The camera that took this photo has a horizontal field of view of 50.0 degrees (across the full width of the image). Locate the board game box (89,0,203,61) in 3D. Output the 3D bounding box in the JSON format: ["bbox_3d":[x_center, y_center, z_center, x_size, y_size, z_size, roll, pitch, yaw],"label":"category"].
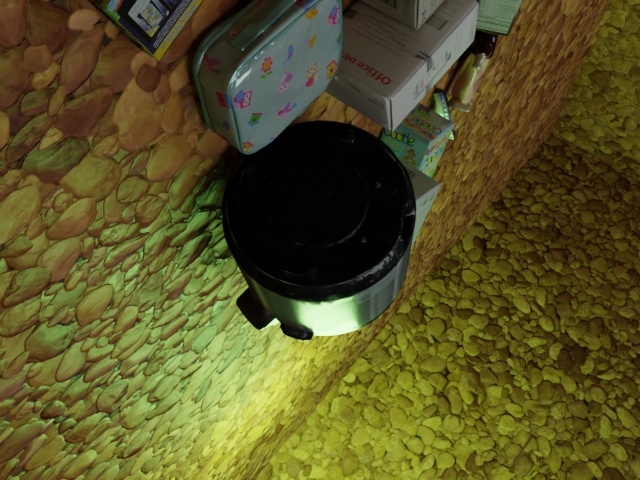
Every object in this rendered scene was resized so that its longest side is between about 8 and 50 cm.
[{"bbox_3d":[-0.204,-0.336,0.874,0.170,0.048,0.141,-54,163,-2],"label":"board game box"}]

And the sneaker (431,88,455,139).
[{"bbox_3d":[0.354,-0.374,2.078,0.190,0.083,0.071,66,26,-46],"label":"sneaker"}]

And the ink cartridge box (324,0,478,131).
[{"bbox_3d":[0.143,-0.384,1.355,0.283,0.207,0.117,-49,158,-15],"label":"ink cartridge box"}]

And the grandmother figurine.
[{"bbox_3d":[0.470,-0.552,2.017,0.207,0.104,0.342,-75,-178,-55],"label":"grandmother figurine"}]

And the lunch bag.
[{"bbox_3d":[-0.079,-0.299,1.132,0.279,0.108,0.224,-48,157,-21],"label":"lunch bag"}]

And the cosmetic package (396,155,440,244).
[{"bbox_3d":[0.125,-0.012,1.902,0.161,0.230,0.453,-32,150,-46],"label":"cosmetic package"}]

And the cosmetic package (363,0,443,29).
[{"bbox_3d":[0.213,-0.565,1.295,0.309,0.160,0.113,-48,161,-14],"label":"cosmetic package"}]

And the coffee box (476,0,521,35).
[{"bbox_3d":[0.428,-0.624,1.591,0.246,0.098,0.141,101,1,-52],"label":"coffee box"}]

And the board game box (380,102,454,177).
[{"bbox_3d":[0.245,-0.230,1.943,0.142,0.144,0.275,-39,156,-39],"label":"board game box"}]

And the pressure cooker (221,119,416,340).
[{"bbox_3d":[0.002,0.005,1.407,0.420,0.370,0.375,78,15,-68],"label":"pressure cooker"}]
